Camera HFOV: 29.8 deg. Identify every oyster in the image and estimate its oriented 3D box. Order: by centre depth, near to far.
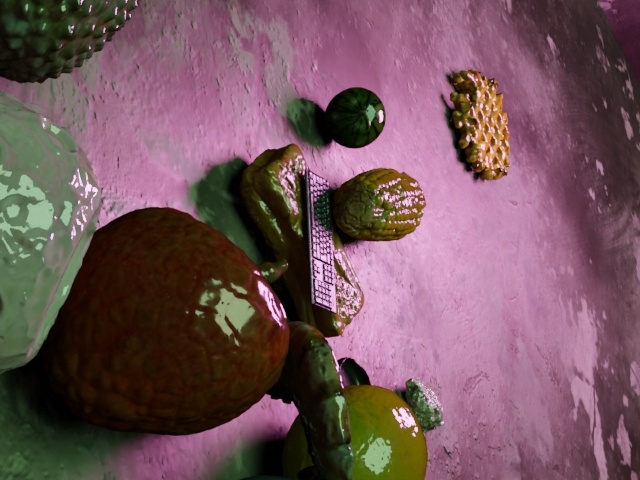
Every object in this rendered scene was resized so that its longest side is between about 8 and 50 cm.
[{"bbox_3d":[0.176,0.260,1.949,0.100,0.037,0.098,-17,91,-60],"label":"oyster"}]

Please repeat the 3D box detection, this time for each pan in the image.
[{"bbox_3d":[0.050,0.271,1.730,0.115,0.040,0.212,28,46,-52],"label":"pan"}]

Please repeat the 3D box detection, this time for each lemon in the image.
[{"bbox_3d":[0.040,0.285,1.577,0.248,0.184,0.184,-15,89,-50],"label":"lemon"}]

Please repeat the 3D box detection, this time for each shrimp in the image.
[{"bbox_3d":[-0.025,0.208,1.412,0.071,0.365,0.233,-11,88,-16],"label":"shrimp"}]

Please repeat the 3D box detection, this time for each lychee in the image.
[{"bbox_3d":[-0.299,-0.302,1.244,0.255,0.255,0.274,4,105,-58],"label":"lychee"},{"bbox_3d":[-0.152,0.083,1.279,0.300,0.255,0.255,-44,118,-25],"label":"lychee"}]

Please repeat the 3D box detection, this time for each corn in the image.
[{"bbox_3d":[0.090,-0.055,1.836,0.322,0.119,0.119,0,76,-75],"label":"corn"}]

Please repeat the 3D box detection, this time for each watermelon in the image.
[{"bbox_3d":[0.055,-0.195,1.893,0.109,0.109,0.109,33,50,-49],"label":"watermelon"}]

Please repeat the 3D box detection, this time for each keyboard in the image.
[{"bbox_3d":[0.000,0.000,1.649,0.063,0.010,0.198,28,53,-54],"label":"keyboard"}]

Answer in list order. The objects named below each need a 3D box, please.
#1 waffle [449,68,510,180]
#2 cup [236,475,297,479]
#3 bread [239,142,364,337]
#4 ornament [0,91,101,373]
[{"bbox_3d":[0.326,-0.232,2.420,0.228,0.051,0.232,-4,80,-62],"label":"waffle"},{"bbox_3d":[-0.099,0.362,1.232,0.257,0.289,0.219,-51,159,-68],"label":"cup"},{"bbox_3d":[-0.023,0.000,1.701,0.271,0.077,0.139,64,31,-18],"label":"bread"},{"bbox_3d":[-0.321,-0.011,1.043,0.225,0.259,0.259,24,45,-4],"label":"ornament"}]
